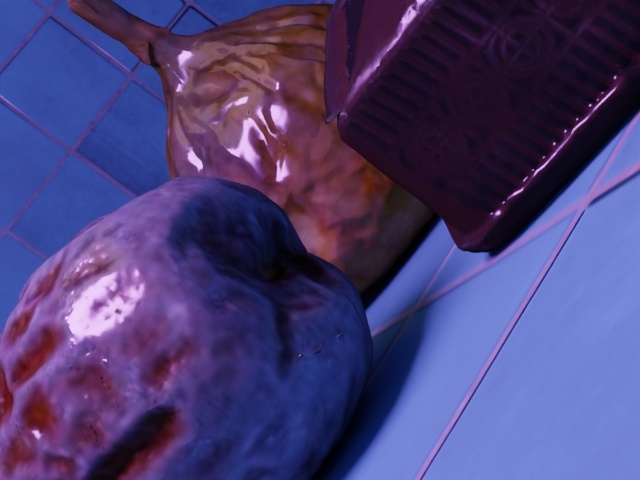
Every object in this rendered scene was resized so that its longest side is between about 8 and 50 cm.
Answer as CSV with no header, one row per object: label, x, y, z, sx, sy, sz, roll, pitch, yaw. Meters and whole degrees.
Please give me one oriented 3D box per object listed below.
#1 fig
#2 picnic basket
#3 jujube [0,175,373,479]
fig,-0.053,-0.120,1.162,0.286,0.369,0.286,-46,15,15
picnic basket,0.113,-0.158,0.786,0.297,0.129,0.222,-52,23,33
jujube,-0.108,0.102,0.893,0.308,0.215,0.246,-52,4,34
